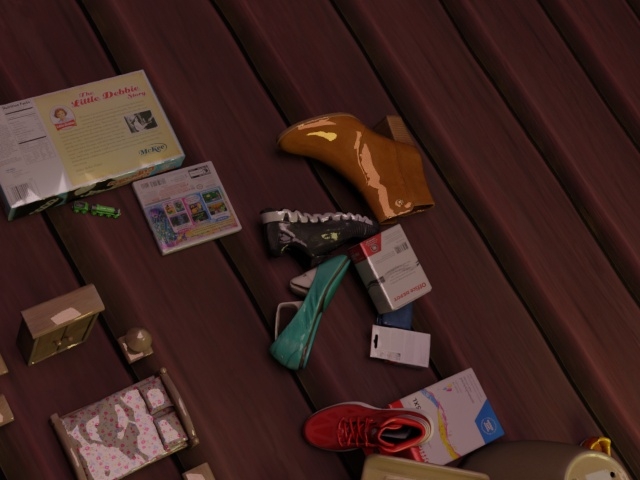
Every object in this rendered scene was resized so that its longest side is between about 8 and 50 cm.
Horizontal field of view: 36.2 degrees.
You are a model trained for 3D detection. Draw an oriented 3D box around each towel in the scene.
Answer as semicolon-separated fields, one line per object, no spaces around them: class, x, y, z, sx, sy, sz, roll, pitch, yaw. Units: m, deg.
towel;0.141;0.110;1.818;0.067;0.029;0.119;15;63;-16

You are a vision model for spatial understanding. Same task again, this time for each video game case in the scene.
video game case;-0.239;-0.060;1.750;0.157;0.019;0.143;-19;76;-28

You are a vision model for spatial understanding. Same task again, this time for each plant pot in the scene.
plant pot;0.386;0.438;1.630;0.257;0.274;0.256;8;65;-19

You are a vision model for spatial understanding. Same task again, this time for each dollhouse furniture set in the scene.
dollhouse furniture set;-0.347;0.270;1.474;0.303;0.174;0.355;-23;77;-27

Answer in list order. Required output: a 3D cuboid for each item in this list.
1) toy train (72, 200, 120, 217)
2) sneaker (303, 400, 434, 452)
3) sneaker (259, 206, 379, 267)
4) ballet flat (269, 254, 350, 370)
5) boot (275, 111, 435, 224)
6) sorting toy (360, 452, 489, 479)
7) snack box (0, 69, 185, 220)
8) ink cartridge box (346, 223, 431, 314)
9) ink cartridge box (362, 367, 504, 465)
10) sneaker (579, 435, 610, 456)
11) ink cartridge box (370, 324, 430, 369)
toy train;-0.385;-0.054;1.687;0.083;0.023;0.017;8;65;-18
sneaker;0.070;0.305;1.603;0.221;0.128;0.087;-8;80;10
sneaker;0.000;0.000;1.788;0.234;0.078;0.106;3;79;-25
ballet flat;-0.025;0.111;1.727;0.087;0.083;0.247;22;59;5
boot;0.075;-0.129;1.854;0.295;0.104;0.211;-8;70;-28
sorting toy;0.108;0.464;1.599;0.307;0.041;0.229;12;90;-5
snack box;-0.420;-0.171;1.703;0.322;0.060;0.187;-20;77;-27
ink cartridge box;0.125;0.053;1.775;0.099;0.056;0.135;-25;88;-30
ink cartridge box;0.188;0.330;1.712;0.231;0.078;0.134;-20;76;-27
sneaker;0.510;0.445;1.795;0.064;0.067;0.175;5;68;-21
ink cartridge box;0.141;0.193;1.779;0.115;0.029;0.062;11;71;-16
